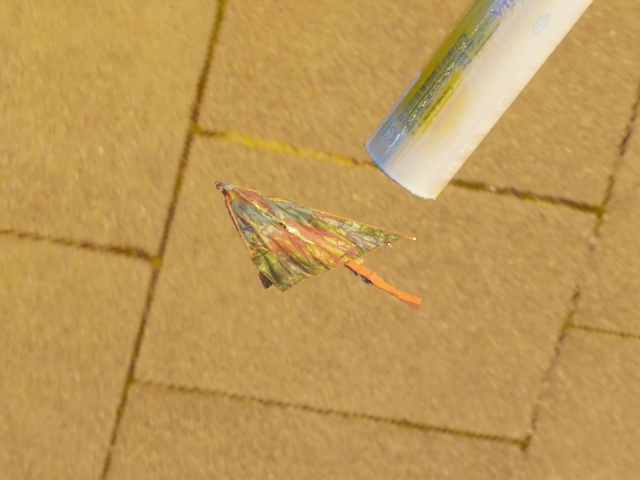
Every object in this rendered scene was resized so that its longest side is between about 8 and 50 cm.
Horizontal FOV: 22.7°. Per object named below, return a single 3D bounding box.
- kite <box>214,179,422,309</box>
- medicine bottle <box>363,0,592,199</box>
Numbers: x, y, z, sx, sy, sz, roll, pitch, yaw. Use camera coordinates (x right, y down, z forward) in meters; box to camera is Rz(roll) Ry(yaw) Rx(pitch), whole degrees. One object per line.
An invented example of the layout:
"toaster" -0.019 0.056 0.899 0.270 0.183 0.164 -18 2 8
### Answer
"kite" 0.000 0.000 1.218 0.189 0.232 0.009 33 114 16
"medicine bottle" 0.115 -0.128 1.026 0.074 0.074 0.218 30 111 -20
